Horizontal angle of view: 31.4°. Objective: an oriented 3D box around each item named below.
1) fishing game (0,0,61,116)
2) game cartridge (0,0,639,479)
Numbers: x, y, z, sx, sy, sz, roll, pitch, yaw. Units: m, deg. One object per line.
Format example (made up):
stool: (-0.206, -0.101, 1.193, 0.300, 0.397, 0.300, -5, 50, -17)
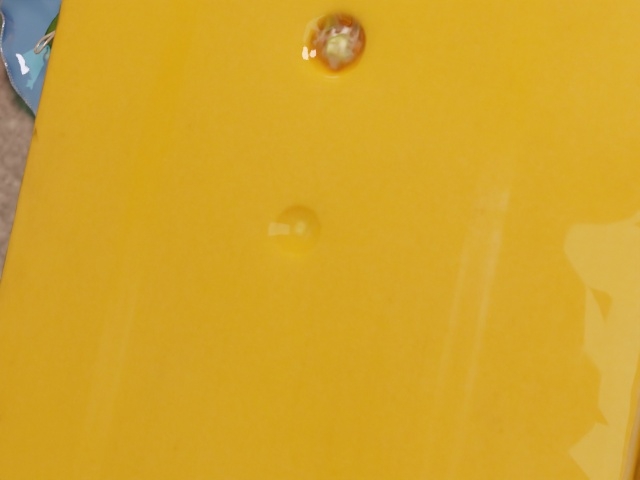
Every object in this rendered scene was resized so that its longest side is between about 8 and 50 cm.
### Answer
fishing game: (-0.108, -0.136, 0.650, 0.264, 0.041, 0.189, 5, 88, 14)
game cartridge: (0.000, 0.000, 0.468, 0.285, 0.053, 0.323, 11, 88, 24)
